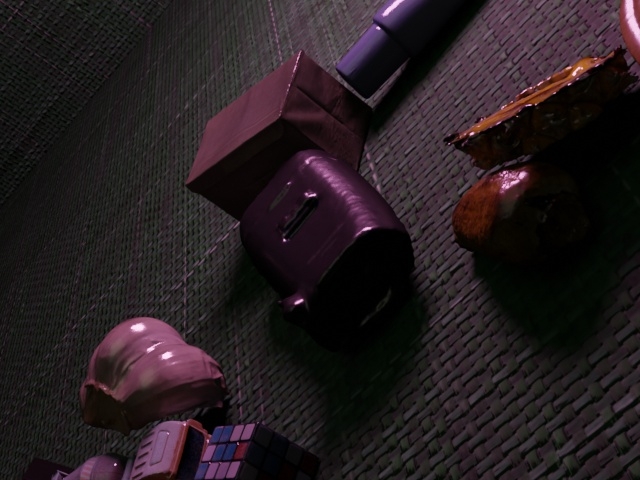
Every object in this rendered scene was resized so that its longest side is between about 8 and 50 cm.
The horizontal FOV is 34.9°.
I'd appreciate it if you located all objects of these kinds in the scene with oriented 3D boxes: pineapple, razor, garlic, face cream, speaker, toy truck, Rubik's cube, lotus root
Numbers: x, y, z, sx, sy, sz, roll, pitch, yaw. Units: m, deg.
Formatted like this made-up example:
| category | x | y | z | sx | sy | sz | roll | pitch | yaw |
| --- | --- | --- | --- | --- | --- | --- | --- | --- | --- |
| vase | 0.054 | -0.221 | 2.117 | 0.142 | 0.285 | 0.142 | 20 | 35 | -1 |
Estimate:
| category | x | y | z | sx | sy | sz | roll | pitch | yaw |
| --- | --- | --- | --- | --- | --- | --- | --- | --- | --- |
| pineapple | 0.226 | -0.133 | 1.054 | 0.221 | 0.047 | 0.221 | -29 | 8 | 4 |
| razor | 0.003 | 0.003 | 1.275 | 0.189 | 0.107 | 0.327 | -51 | 27 | 6 |
| garlic | -0.226 | 0.172 | 1.337 | 0.229 | 0.178 | 0.143 | -21 | 82 | 44 |
| face cream | 0.175 | -0.367 | 1.470 | 0.385 | 0.086 | 0.135 | -47 | 26 | 5 |
| speaker | -0.422 | 0.381 | 1.622 | 0.191 | 0.040 | 0.046 | -9 | 48 | 57 |
| toy truck | -0.227 | 0.307 | 1.260 | 0.256 | 0.140 | 0.108 | -33 | 32 | 37 |
| Rubik's cube | -0.074 | 0.261 | 1.109 | 0.092 | 0.092 | 0.092 | -20 | 42 | 51 |
| lotus root | 0.183 | -0.024 | 1.023 | 0.108 | 0.094 | 0.190 | -44 | 17 | -20 |

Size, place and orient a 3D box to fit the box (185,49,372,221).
| category | x | y | z | sx | sy | sz | roll | pitch | yaw |
| --- | --- | --- | --- | --- | --- | --- | --- | --- | --- |
| box | -0.063 | -0.138 | 1.515 | 0.231 | 0.149 | 0.155 | -31 | 34 | 41 |

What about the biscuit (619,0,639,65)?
| category | x | y | z | sx | sy | sz | roll | pitch | yaw |
| --- | --- | --- | --- | --- | --- | --- | --- | --- | --- |
| biscuit | 0.446 | -0.303 | 0.949 | 0.381 | 0.074 | 0.359 | -45 | 29 | 25 |
